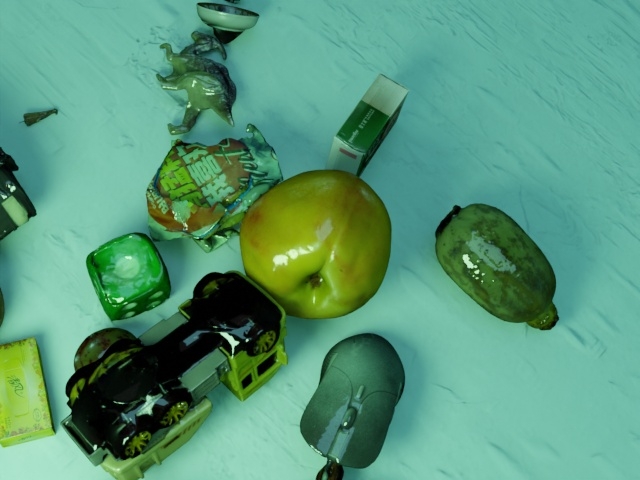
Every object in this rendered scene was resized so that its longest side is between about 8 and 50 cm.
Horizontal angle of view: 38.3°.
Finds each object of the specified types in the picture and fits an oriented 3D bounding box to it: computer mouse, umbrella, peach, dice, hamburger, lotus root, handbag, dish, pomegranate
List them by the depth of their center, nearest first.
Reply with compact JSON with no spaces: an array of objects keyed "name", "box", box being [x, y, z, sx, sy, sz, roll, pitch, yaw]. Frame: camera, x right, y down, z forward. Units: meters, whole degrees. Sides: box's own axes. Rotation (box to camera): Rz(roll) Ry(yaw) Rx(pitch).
[{"name":"computer mouse","box":[0.061,0.301,1.664,0.167,0.090,0.379,21,46,1]},{"name":"pomegranate","box":[-0.380,0.221,1.669,0.130,0.130,0.130,3,65,-7]},{"name":"peach","box":[-0.005,-0.001,1.737,0.289,0.289,0.308,11,39,-3]},{"name":"dice","box":[-0.362,0.070,1.742,0.128,0.120,0.131,-24,73,-19]},{"name":"handbag","box":[-0.661,-0.106,1.748,0.181,0.181,0.254,-37,71,-13]},{"name":"lotus root","box":[0.362,0.055,1.840,0.309,0.173,0.173,43,67,5]},{"name":"hamburger","box":[-0.202,-0.092,1.843,0.276,0.150,0.260,-8,48,4]},{"name":"umbrella","box":[-0.585,-0.258,1.914,0.083,0.031,0.020,-18,37,-18]},{"name":"dish","box":[-0.211,-0.474,2.043,0.141,0.078,0.141,11,20,-4]}]

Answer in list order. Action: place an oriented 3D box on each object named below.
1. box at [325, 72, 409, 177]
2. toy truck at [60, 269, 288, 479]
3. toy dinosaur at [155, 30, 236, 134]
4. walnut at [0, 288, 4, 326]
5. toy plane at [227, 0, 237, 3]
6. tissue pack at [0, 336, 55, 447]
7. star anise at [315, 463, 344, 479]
[{"name":"box","box":[0.097,-0.234,1.942,0.081,0.135,0.199,29,65,5]},{"name":"toy truck","box":[-0.243,0.248,1.608,0.405,0.254,0.180,-38,58,-23]},{"name":"toy dinosaur","box":[-0.264,-0.342,1.970,0.162,0.077,0.294,-10,66,-13]},{"name":"walnut","box":[-0.667,0.121,1.631,0.224,0.224,0.224,3,65,-7]},{"name":"toy plane","box":[-0.216,-0.575,2.103,0.121,0.049,0.031,22,62,22]},{"name":"tissue pack","box":[-0.541,0.271,1.654,0.095,0.062,0.176,-12,69,-13]},{"name":"star anise","box":[0.000,0.488,1.600,0.220,0.126,0.190,-24,59,-32]}]
